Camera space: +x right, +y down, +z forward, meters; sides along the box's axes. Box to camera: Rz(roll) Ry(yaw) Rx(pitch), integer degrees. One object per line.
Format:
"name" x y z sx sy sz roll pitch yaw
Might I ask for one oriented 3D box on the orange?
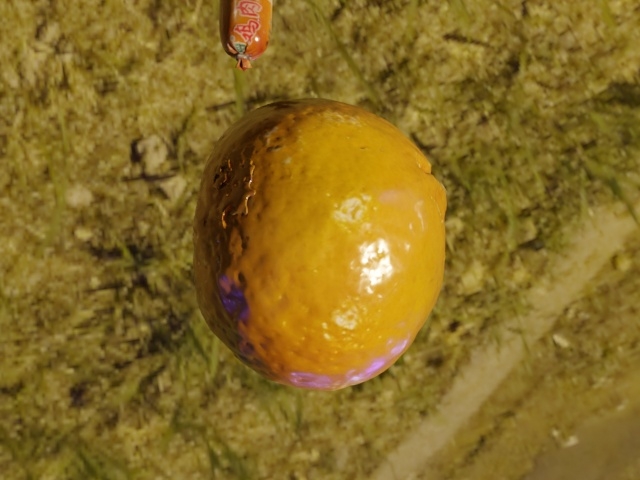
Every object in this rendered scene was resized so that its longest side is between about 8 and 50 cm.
"orange" -0.002 0.002 0.822 0.193 0.219 0.219 -6 144 15

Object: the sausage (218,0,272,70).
"sausage" -0.075 -0.327 1.126 0.053 0.348 0.053 -1 159 0
